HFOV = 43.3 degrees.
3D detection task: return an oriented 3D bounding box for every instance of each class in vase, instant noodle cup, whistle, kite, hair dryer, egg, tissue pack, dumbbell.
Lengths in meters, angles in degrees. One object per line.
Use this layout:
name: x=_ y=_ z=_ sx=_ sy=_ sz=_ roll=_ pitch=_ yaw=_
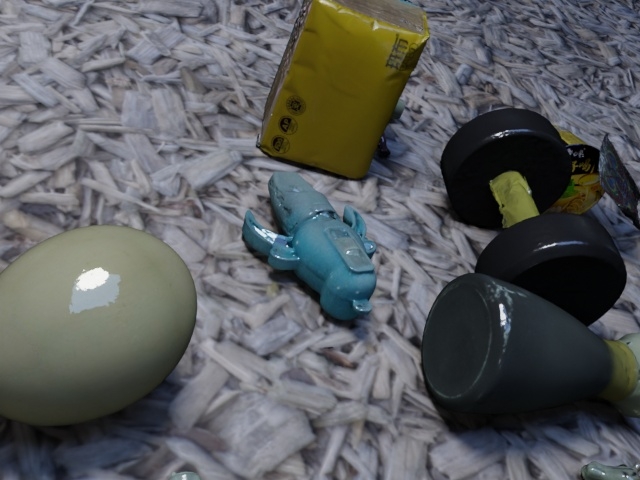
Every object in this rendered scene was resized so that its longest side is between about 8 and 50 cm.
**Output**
vase: x=0.306 y=0.157 z=1.050 sx=0.321 sy=0.173 sz=0.173 roll=14 pitch=40 yaw=-23
instant noodle cup: x=0.426 y=-0.131 z=1.444 sx=0.151 sy=0.152 sz=0.122 roll=14 pitch=32 yaw=-15
whistle: x=0.000 y=0.000 z=1.107 sx=0.186 sy=0.093 sz=0.274 roll=-4 pitch=45 yaw=-31
kite: x=0.555 y=-0.050 z=1.403 sx=0.285 sy=0.015 sz=0.152 roll=50 pitch=41 yaw=-24
hair dryer: x=0.102 y=-0.206 z=1.432 sx=0.106 sy=0.054 sz=0.154 roll=13 pitch=51 yaw=-22
egg: x=-0.235 y=0.085 z=0.807 sx=0.186 sy=0.186 sz=0.241 roll=41 pitch=52 yaw=17
tissue pack: x=0.031 y=-0.250 z=1.258 sx=0.192 sy=0.271 sz=0.134 roll=15 pitch=35 yaw=-12
dumbbell: x=0.308 y=-0.030 z=1.214 sx=0.203 sy=0.204 sz=0.323 roll=11 pitch=42 yaw=-18

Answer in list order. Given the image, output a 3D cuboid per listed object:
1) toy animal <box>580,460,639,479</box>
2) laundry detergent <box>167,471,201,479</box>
toy animal: x=0.346 y=0.350 z=0.909 sx=0.169 sy=0.090 sz=0.255 roll=14 pitch=43 yaw=-20
laundry detergent: x=-0.107 y=0.301 z=0.735 sx=0.096 sy=0.061 sz=0.206 roll=-4 pitch=46 yaw=-20
